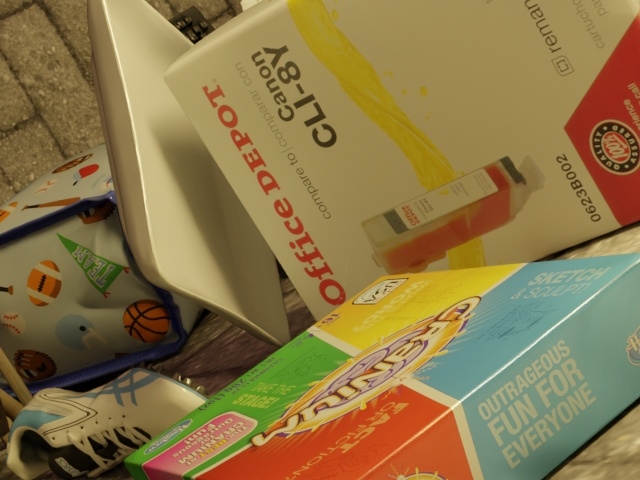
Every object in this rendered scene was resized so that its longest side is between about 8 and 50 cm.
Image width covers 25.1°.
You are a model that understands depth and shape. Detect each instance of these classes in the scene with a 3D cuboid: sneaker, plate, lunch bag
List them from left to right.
[{"bbox_3d":[-0.299,0.037,1.691,0.385,0.239,0.328,-18,15,20],"label":"lunch bag"},{"bbox_3d":[-0.175,0.160,1.204,0.237,0.085,0.086,-17,43,41],"label":"sneaker"},{"bbox_3d":[-0.116,-0.057,1.213,0.045,0.278,0.277,-19,-20,15],"label":"plate"}]

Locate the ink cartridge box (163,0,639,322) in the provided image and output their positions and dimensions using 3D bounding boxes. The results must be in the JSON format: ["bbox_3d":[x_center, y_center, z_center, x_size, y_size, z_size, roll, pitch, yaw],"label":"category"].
[{"bbox_3d":[0.109,-0.118,1.157,0.385,0.279,0.160,-24,13,34],"label":"ink cartridge box"}]

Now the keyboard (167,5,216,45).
[{"bbox_3d":[-0.063,-0.163,1.772,0.033,0.317,0.201,-39,2,36],"label":"keyboard"}]

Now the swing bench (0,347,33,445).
[{"bbox_3d":[-0.413,0.202,1.393,0.253,0.165,0.255,-35,11,-24],"label":"swing bench"}]

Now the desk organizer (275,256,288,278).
[{"bbox_3d":[0.000,0.000,1.549,0.050,0.047,0.130,-34,11,-36],"label":"desk organizer"}]

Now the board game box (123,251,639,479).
[{"bbox_3d":[0.039,0.103,0.873,0.242,0.064,0.316,-35,11,-24],"label":"board game box"}]

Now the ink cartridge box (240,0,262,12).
[{"bbox_3d":[0.003,-0.179,1.454,0.239,0.060,0.275,-19,-19,27],"label":"ink cartridge box"}]
